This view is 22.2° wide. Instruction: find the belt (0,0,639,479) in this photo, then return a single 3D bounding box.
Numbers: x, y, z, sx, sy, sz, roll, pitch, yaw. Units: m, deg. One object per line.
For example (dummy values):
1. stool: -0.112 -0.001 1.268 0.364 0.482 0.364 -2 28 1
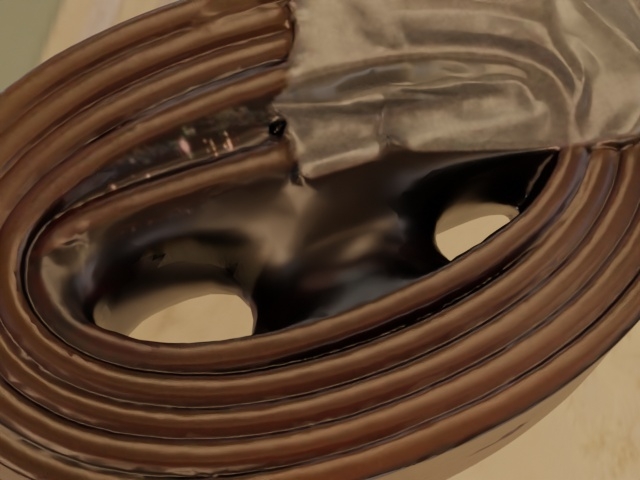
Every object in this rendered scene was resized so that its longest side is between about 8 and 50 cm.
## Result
1. belt: 0.000 0.000 0.677 0.339 0.122 0.217 -20 -106 -11
